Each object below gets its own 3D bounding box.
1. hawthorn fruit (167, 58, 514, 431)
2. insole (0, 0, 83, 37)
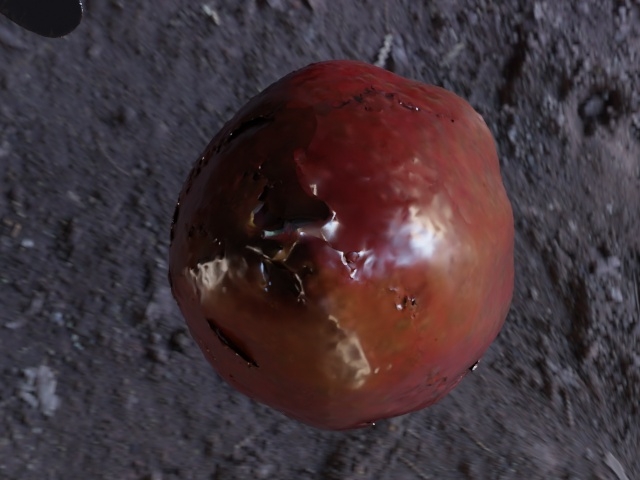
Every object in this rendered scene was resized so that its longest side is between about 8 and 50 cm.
[{"bbox_3d":[0.000,0.000,0.667,0.181,0.235,0.181,0,90,21],"label":"hawthorn fruit"},{"bbox_3d":[-0.340,-0.299,1.444,0.080,0.003,0.232,-44,110,-1],"label":"insole"}]
